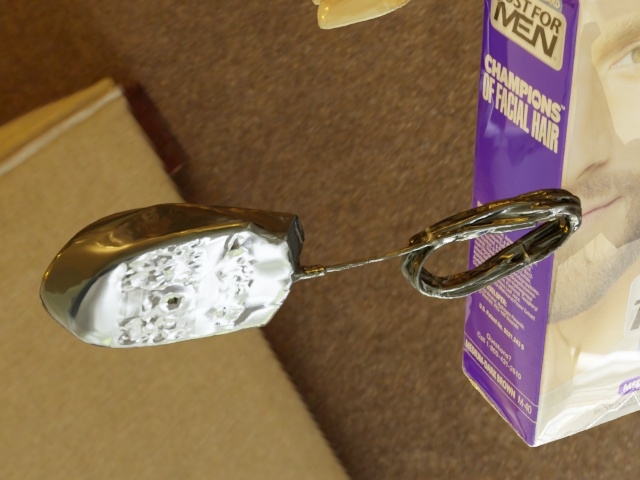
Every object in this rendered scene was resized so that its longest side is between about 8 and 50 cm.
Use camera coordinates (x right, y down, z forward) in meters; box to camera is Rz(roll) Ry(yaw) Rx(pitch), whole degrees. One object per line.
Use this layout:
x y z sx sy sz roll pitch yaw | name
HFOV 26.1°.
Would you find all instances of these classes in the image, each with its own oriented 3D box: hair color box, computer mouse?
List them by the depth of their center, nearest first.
0.000 0.000 0.590 0.242 0.041 0.071 -7 138 -21 | computer mouse
0.205 -0.041 0.925 0.110 0.185 0.339 -132 34 -51 | hair color box

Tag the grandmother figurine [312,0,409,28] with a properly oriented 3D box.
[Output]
-0.034 -0.322 0.930 0.104 0.208 0.342 -26 116 -2 | grandmother figurine
